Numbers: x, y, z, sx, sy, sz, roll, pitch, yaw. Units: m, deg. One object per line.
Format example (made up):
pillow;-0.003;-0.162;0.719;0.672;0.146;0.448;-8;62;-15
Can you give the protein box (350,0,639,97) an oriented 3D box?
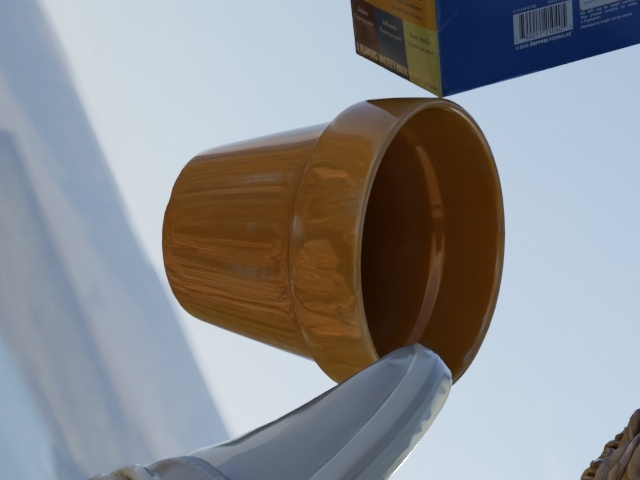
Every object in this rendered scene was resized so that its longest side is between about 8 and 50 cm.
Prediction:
protein box;0.132;-0.238;1.434;0.136;0.199;0.201;35;-43;57

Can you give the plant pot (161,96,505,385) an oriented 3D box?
plant pot;0.000;0.000;1.362;0.188;0.205;0.205;4;-50;32

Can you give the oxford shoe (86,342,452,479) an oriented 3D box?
oxford shoe;-0.112;0.177;1.015;0.130;0.449;0.169;50;-21;8

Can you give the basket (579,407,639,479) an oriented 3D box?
basket;0.203;0.189;0.811;0.213;0.299;0.223;44;-41;-3
